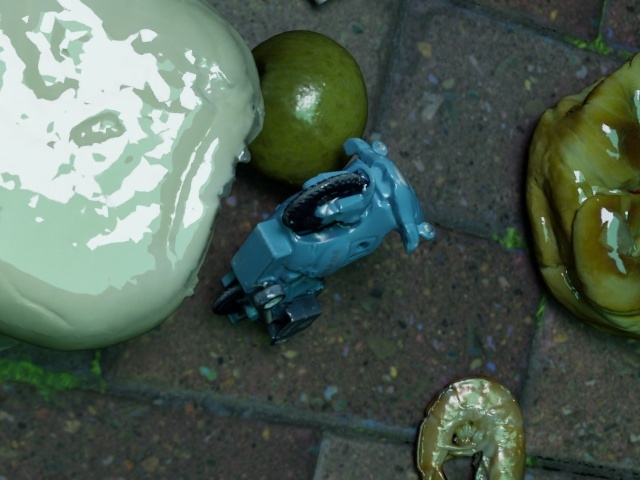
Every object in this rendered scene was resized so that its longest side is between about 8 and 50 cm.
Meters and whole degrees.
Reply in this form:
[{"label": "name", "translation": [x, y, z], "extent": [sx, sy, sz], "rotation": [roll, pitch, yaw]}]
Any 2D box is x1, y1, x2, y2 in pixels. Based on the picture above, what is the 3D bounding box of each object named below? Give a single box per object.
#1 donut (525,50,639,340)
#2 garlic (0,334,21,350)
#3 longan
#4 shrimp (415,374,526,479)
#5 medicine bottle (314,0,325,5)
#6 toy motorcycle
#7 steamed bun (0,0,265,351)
[{"label": "donut", "translation": [0.406, -0.060, 1.121], "extent": [0.360, 0.170, 0.360], "rotation": [-1, 92, -21]}, {"label": "garlic", "translation": [-0.358, 0.089, 0.887], "extent": [0.194, 0.127, 0.131], "rotation": [-22, 119, -44]}, {"label": "longan", "translation": [-0.018, -0.131, 0.992], "extent": [0.145, 0.176, 0.155], "rotation": [39, 98, 26]}, {"label": "shrimp", "translation": [0.174, 0.271, 1.100], "extent": [0.133, 0.053, 0.236], "rotation": [-2, 88, -22]}, {"label": "medicine bottle", "translation": [-0.004, -0.301, 1.029], "extent": [0.057, 0.057, 0.089], "rotation": [-37, 102, -16]}, {"label": "toy motorcycle", "translation": [0.000, 0.000, 0.937], "extent": [0.182, 0.272, 0.124], "rotation": [-17, 70, -36]}, {"label": "steamed bun", "translation": [-0.233, -0.084, 0.858], "extent": [0.312, 0.233, 0.334], "rotation": [32, 76, -16]}]
